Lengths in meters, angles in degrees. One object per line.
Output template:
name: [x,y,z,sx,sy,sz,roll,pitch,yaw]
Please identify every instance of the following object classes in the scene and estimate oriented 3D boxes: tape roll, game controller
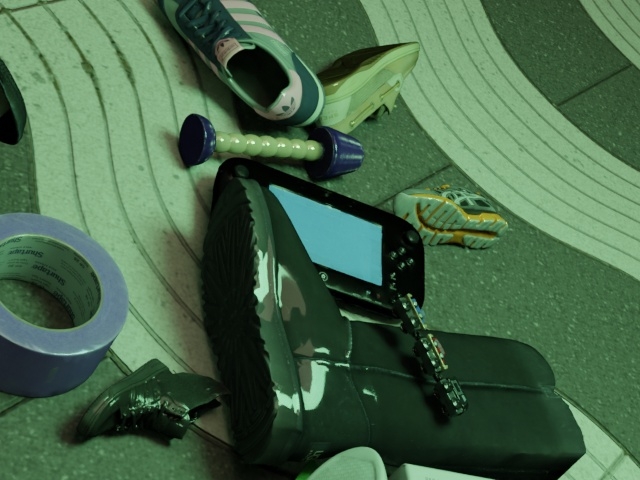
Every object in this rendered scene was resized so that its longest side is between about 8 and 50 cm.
tape roll: [-0.305,0.067,1.282,0.189,0.080,0.189,22,40,-19]
game controller: [0.000,0.000,1.602,0.319,0.067,0.166,20,41,-21]

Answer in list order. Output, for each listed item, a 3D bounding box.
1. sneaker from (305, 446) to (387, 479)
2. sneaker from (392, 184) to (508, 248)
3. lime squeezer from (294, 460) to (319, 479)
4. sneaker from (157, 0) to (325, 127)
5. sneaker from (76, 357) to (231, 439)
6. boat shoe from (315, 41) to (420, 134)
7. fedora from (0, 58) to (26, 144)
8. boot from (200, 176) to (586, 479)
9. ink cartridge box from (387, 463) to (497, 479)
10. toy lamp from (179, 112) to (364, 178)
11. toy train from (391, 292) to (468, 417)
sneaker: [0.030,0.353,1.217,0.295,0.105,0.147,-76,147,-52]
sneaker: [0.182,-0.044,1.786,0.215,0.084,0.083,14,41,-42]
lime squeezer: [-0.097,0.286,1.241,0.310,0.059,0.110,-3,53,-39]
sneaker: [-0.128,-0.289,1.727,0.319,0.112,0.131,42,14,13]
sneaker: [-0.176,0.181,1.288,0.089,0.051,0.170,39,34,10]
boat shoe: [0.071,-0.239,1.889,0.302,0.109,0.098,-39,119,-52]
fedora: [-0.484,-0.195,1.309,0.334,0.334,0.152,41,68,4]
boot: [0.091,0.119,1.479,0.445,0.146,0.367,8,56,-29]
ink cartridge box: [0.196,0.378,1.328,0.278,0.117,0.201,15,43,-26]
toy lamp: [-0.060,-0.127,1.679,0.275,0.080,0.080,1,51,-34]
toy train: [0.127,0.129,1.389,0.036,0.027,0.158,-7,64,-46]
